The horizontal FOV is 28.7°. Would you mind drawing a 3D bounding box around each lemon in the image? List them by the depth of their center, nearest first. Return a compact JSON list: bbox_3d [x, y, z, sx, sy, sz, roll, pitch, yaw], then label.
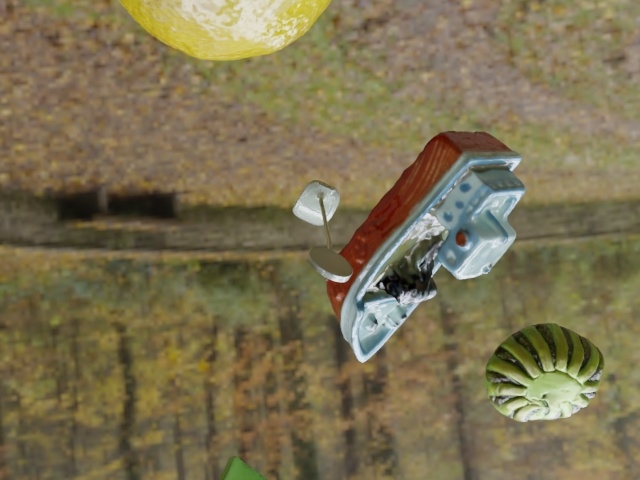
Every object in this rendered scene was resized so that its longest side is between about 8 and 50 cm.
[{"bbox_3d":[-0.103,-0.329,1.356,0.293,0.293,0.293,-6,175,-1],"label":"lemon"}]

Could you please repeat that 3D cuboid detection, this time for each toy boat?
[{"bbox_3d":[0.123,0.024,1.511,0.145,0.133,0.332,-7,142,-49],"label":"toy boat"}]

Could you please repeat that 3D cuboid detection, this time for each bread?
[{"bbox_3d":[0.266,0.162,1.480,0.139,0.130,0.071,17,-157,-15],"label":"bread"}]

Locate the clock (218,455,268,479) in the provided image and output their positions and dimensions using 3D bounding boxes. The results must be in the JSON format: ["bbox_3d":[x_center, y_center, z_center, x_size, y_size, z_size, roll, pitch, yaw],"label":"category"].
[{"bbox_3d":[-0.093,0.336,1.224,0.220,0.106,0.255,40,141,-20],"label":"clock"}]

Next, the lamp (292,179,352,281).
[{"bbox_3d":[0.000,0.000,1.368,0.050,0.056,0.198,25,-155,-15],"label":"lamp"}]
